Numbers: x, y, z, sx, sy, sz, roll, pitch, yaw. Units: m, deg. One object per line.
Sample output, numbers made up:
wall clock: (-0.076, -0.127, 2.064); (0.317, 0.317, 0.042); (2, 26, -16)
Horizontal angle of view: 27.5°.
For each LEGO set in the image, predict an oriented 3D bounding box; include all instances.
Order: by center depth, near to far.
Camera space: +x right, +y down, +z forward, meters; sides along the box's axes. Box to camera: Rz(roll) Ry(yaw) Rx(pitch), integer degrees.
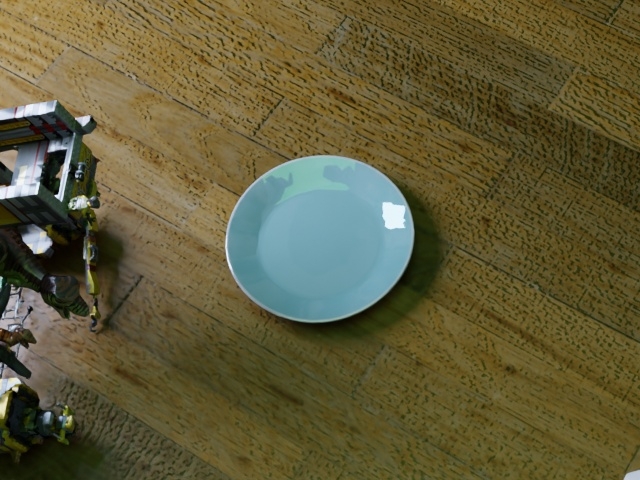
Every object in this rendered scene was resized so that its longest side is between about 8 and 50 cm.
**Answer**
LEGO set: (-0.261, 0.033, 1.183); (0.192, 0.255, 0.331); (-7, 52, 22)

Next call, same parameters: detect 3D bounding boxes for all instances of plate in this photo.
plate: (0.000, 0.000, 1.299); (0.188, 0.024, 0.188); (-3, 62, 6)

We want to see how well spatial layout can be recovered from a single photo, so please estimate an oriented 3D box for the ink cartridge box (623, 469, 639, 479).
ink cartridge box: (0.347, 0.276, 0.953); (0.171, 0.168, 0.232); (-20, 101, 7)
